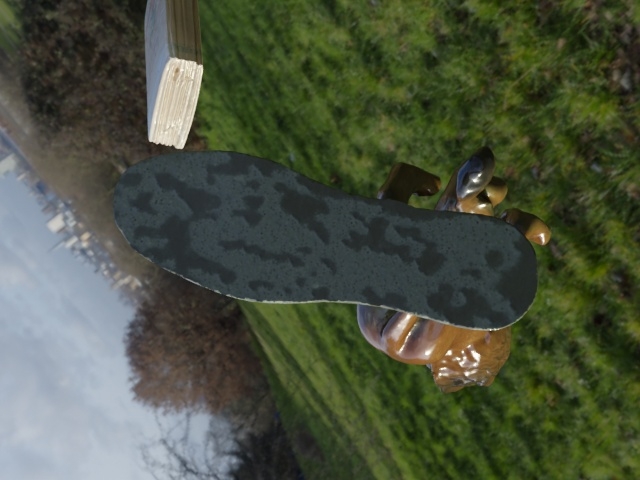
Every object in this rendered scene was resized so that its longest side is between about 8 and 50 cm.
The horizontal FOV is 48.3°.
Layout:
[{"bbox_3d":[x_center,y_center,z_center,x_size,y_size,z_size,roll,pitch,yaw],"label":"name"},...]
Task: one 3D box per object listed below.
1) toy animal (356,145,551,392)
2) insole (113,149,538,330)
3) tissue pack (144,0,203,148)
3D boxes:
[{"bbox_3d":[0.093,0.040,0.511,0.097,0.158,0.312,15,179,26],"label":"toy animal"},{"bbox_3d":[0.000,0.000,0.318,0.193,0.065,0.006,11,170,4],"label":"insole"},{"bbox_3d":[-0.244,-0.323,1.168,0.170,0.071,0.326,120,149,-43],"label":"tissue pack"}]
